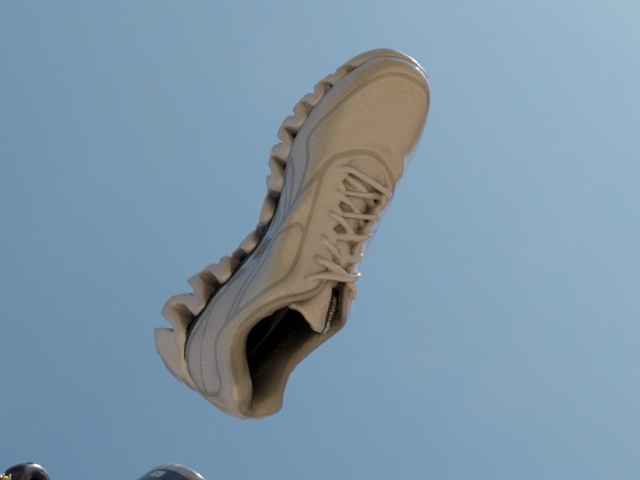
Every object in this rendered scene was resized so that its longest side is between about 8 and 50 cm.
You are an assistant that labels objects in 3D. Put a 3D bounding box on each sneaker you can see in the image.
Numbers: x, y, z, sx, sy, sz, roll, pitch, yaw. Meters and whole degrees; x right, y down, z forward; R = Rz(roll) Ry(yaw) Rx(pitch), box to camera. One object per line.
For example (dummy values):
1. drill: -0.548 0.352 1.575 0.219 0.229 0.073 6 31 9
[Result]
1. sneaker: 0.000 0.000 0.928 0.110 0.118 0.292 30 -86 -31

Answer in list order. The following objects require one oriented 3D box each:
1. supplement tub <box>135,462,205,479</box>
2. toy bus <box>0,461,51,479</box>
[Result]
1. supplement tub: -0.219 0.360 1.588 0.190 0.117 0.117 -29 -55 -59
2. toy bus: -0.415 0.368 1.516 0.149 0.211 0.220 -20 -30 21
